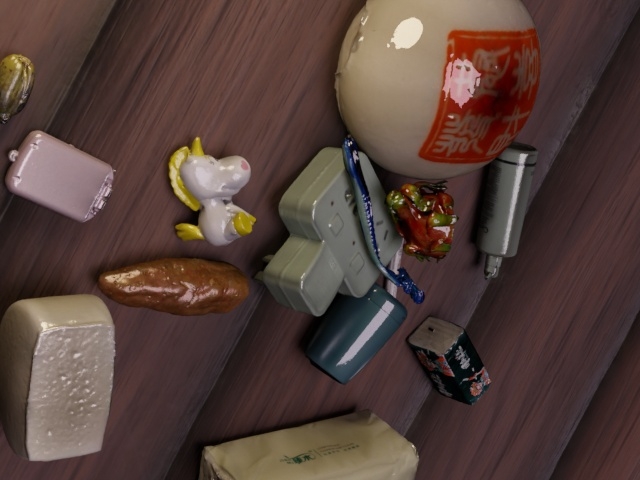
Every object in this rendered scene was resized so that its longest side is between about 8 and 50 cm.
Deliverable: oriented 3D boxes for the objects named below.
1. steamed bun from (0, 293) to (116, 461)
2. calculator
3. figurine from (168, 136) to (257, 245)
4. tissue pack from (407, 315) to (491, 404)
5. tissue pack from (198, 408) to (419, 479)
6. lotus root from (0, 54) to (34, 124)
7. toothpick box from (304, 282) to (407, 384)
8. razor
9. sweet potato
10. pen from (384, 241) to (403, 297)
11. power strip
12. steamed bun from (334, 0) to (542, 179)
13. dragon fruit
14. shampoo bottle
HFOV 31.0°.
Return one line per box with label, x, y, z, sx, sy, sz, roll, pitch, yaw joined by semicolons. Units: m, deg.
steamed bun;-0.397;0.193;1.706;0.146;0.164;0.241;-3;112;-34
calculator;-0.381;-0.092;1.685;0.175;0.032;0.100;28;90;-40
figurine;-0.170;-0.077;1.818;0.130;0.109;0.178;-9;112;-10
tissue pack;0.254;0.236;2.251;0.090;0.103;0.170;-49;130;-19
tissue pack;-0.031;0.495;2.076;0.380;0.207;0.297;-6;114;-35
lotus root;-0.428;-0.209;1.591;0.054;0.049;0.099;13;100;-48
toothpick box;0.059;0.163;2.065;0.184;0.120;0.120;-52;130;-4
razor;0.089;-0.029;1.929;0.056;0.093;0.324;-27;121;-4
sweet potato;-0.234;0.075;1.829;0.252;0.097;0.097;0;108;-33
pen;0.132;0.079;2.146;0.025;0.025;0.204;-8;114;-34
power strip;0.000;0.000;1.968;0.261;0.141;0.229;-52;132;-26
steamed bun;0.222;-0.272;1.929;0.374;0.241;0.374;-17;119;-34
dragon fruit;0.172;-0.044;1.977;0.175;0.138;0.142;29;89;-33
shampoo bottle;0.350;-0.055;2.211;0.085;0.085;0.262;-4;111;-36
